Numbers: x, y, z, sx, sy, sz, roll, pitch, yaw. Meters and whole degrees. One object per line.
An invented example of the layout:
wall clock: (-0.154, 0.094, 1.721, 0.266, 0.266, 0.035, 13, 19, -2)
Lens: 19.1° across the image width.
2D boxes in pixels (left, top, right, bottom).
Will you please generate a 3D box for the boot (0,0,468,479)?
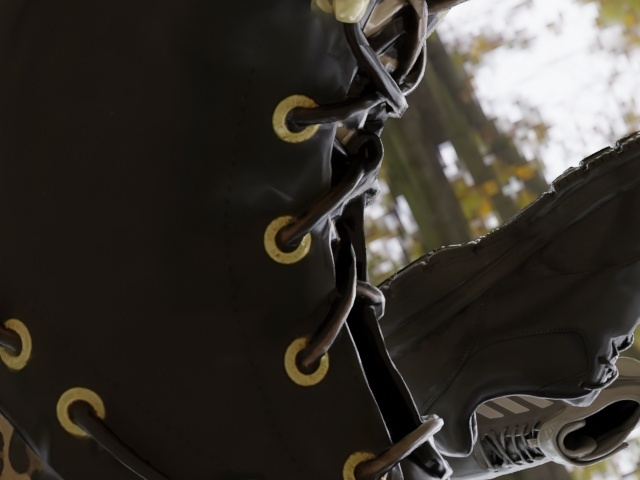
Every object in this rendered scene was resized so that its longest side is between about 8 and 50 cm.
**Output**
boot: (0.000, 0.000, 0.622, 0.377, 0.284, 0.138, 28, -167, 16)

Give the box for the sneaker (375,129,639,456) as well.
sneaker: (0.157, 0.025, 1.141, 0.286, 0.130, 0.109, -33, 176, 13)

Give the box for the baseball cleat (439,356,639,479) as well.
baseball cleat: (0.166, 0.149, 1.501, 0.206, 0.072, 0.109, -27, -171, 22)
